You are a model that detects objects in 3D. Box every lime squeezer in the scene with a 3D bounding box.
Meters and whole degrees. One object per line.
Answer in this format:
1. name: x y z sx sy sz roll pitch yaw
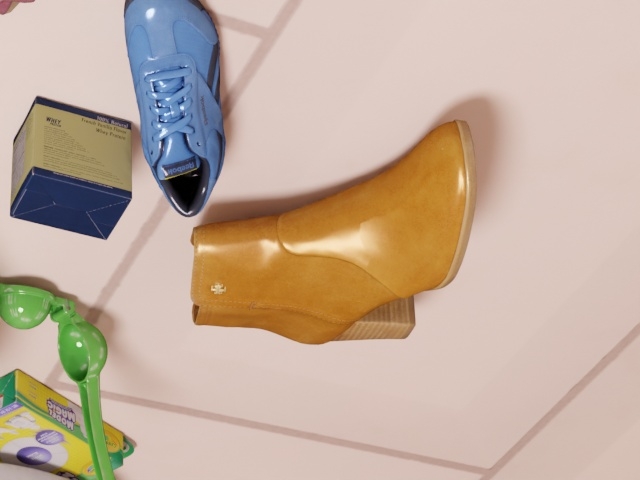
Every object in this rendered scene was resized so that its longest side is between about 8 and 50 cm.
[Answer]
1. lime squeezer: -0.260 0.091 1.538 0.310 0.110 0.059 49 159 -12

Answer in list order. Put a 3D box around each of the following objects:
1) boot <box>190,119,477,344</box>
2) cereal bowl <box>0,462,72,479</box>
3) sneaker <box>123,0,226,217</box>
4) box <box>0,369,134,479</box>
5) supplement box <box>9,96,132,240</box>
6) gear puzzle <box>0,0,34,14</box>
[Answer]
1. boot: 0.000 0.000 1.448 0.211 0.104 0.295 4 144 -13
2. cereal bowl: -0.371 0.348 1.759 0.339 0.141 0.339 0 150 0
3. sneaker: -0.108 -0.103 1.326 0.069 0.082 0.209 -4 140 1
4. box: -0.276 0.200 1.707 0.105 0.043 0.179 -28 138 25
5. supplement box: -0.197 -0.057 1.367 0.083 0.083 0.056 15 137 -24
6. gear puzzle: -0.303 -0.258 1.135 0.339 0.044 0.175 26 132 -33
